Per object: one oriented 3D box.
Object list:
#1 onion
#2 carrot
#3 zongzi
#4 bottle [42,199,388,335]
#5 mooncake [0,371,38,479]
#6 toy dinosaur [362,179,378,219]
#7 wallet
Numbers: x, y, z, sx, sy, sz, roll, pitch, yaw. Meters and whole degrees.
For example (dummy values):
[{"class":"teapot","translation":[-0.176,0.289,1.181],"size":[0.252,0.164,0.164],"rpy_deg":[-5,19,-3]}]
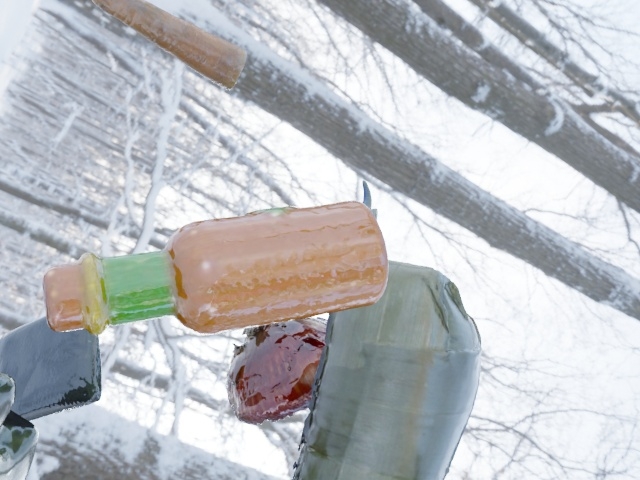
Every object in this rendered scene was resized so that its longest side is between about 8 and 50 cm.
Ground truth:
[{"class":"onion","translation":[-0.060,0.180,1.036],"size":[0.230,0.163,0.230],"rpy_deg":[-28,-177,1]},{"class":"carrot","translation":[-0.197,-0.268,0.848],"size":[0.061,0.210,0.061],"rpy_deg":[-37,-140,40]},{"class":"zongzi","translation":[0.106,0.233,0.844],"size":[0.174,0.393,0.356],"rpy_deg":[13,-99,24]},{"class":"bottle","translation":[-0.057,0.019,0.374],"size":[0.069,0.187,0.069],"rpy_deg":[172,-90,-68]},{"class":"mooncake","translation":[-0.502,0.297,0.788],"size":[0.351,0.187,0.351],"rpy_deg":[21,90,-90]},{"class":"toy dinosaur","translation":[0.000,0.000,1.034],"size":[0.075,0.188,0.247],"rpy_deg":[82,13,-47]},{"class":"wallet","translation":[-0.434,0.201,1.055],"size":[0.245,0.052,0.168],"rpy_deg":[-21,-113,28]}]
